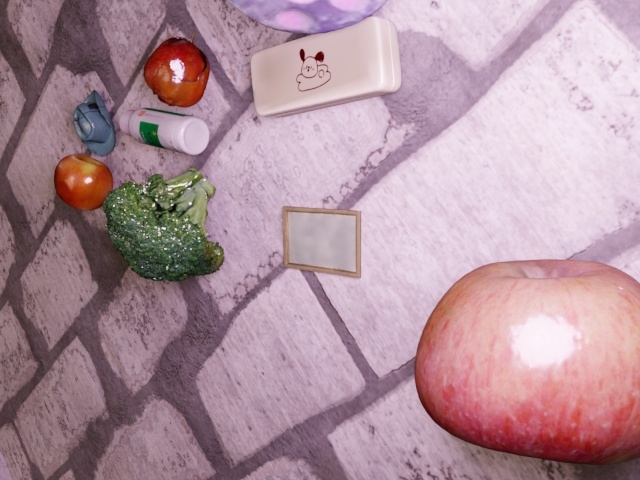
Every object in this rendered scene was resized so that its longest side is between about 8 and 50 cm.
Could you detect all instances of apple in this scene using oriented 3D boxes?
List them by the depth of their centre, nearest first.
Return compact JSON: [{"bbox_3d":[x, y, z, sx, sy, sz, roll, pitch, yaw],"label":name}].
[{"bbox_3d":[0.307,0.153,0.776,0.345,0.345,0.269,1,79,37],"label":"apple"},{"bbox_3d":[-0.659,-0.159,1.556,0.163,0.163,0.139,29,106,30],"label":"apple"}]

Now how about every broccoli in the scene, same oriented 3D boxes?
[{"bbox_3d":[-0.343,-0.035,1.288,0.308,0.308,0.275,34,78,29],"label":"broccoli"}]

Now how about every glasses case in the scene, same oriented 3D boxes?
[{"bbox_3d":[0.002,-0.325,1.077,0.313,0.070,0.131,-1,96,37],"label":"glasses case"}]

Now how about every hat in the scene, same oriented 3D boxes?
[{"bbox_3d":[-0.647,-0.330,1.568,0.138,0.078,0.191,-34,77,38],"label":"hat"}]

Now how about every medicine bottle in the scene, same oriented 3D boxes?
[{"bbox_3d":[-0.390,-0.274,1.371,0.260,0.095,0.095,19,109,35],"label":"medicine bottle"}]

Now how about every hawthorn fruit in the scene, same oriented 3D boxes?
[{"bbox_3d":[-0.320,-0.391,1.275,0.148,0.148,0.172,35,98,28],"label":"hawthorn fruit"}]

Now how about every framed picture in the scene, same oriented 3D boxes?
[{"bbox_3d":[0.000,0.000,1.171,0.201,0.010,0.136,6,102,37],"label":"framed picture"}]

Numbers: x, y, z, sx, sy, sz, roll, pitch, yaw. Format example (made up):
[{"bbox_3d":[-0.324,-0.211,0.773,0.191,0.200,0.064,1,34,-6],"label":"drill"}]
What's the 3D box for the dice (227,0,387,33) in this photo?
[{"bbox_3d":[-0.024,-0.521,0.904,0.271,0.270,0.270,-4,77,38],"label":"dice"}]
